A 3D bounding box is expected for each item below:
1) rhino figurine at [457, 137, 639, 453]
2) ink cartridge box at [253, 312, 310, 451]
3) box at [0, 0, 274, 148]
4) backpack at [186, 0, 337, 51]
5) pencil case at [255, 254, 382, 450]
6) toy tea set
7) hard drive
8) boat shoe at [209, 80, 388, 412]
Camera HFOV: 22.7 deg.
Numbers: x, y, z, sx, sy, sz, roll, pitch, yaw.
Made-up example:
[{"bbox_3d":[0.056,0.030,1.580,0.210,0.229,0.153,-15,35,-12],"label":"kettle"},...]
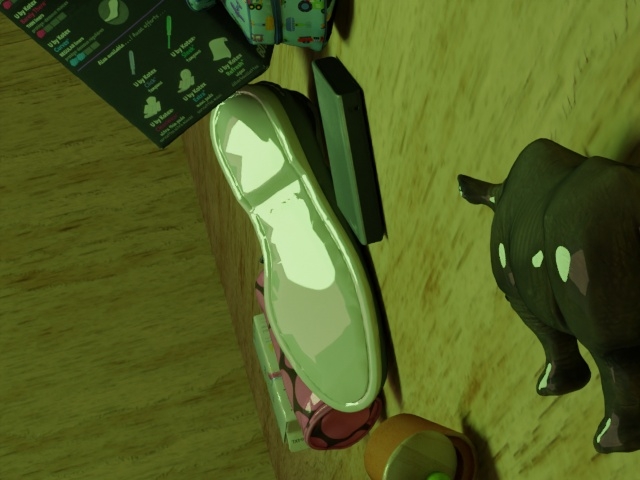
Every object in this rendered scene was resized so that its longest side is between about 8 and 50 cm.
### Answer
[{"bbox_3d":[0.110,0.010,0.671,0.243,0.073,0.106,-136,29,-78],"label":"rhino figurine"},{"bbox_3d":[-0.010,0.148,1.723,0.090,0.092,0.143,96,157,-67],"label":"ink cartridge box"},{"bbox_3d":[-0.174,-0.241,1.380,0.270,0.143,0.165,41,-147,-25],"label":"box"},{"bbox_3d":[-0.053,-0.228,1.249,0.158,0.117,0.173,105,148,-75],"label":"backpack"},{"bbox_3d":[-0.001,0.105,1.613,0.095,0.098,0.209,22,-143,-44],"label":"pencil case"},{"bbox_3d":[0.066,0.297,1.180,0.124,0.200,0.336,29,135,53],"label":"toy tea set"},{"bbox_3d":[0.023,-0.075,1.323,0.094,0.022,0.135,-120,17,-63],"label":"hard drive"},{"bbox_3d":[0.000,0.000,1.484,0.099,0.116,0.319,-14,-100,-55],"label":"boat shoe"}]
